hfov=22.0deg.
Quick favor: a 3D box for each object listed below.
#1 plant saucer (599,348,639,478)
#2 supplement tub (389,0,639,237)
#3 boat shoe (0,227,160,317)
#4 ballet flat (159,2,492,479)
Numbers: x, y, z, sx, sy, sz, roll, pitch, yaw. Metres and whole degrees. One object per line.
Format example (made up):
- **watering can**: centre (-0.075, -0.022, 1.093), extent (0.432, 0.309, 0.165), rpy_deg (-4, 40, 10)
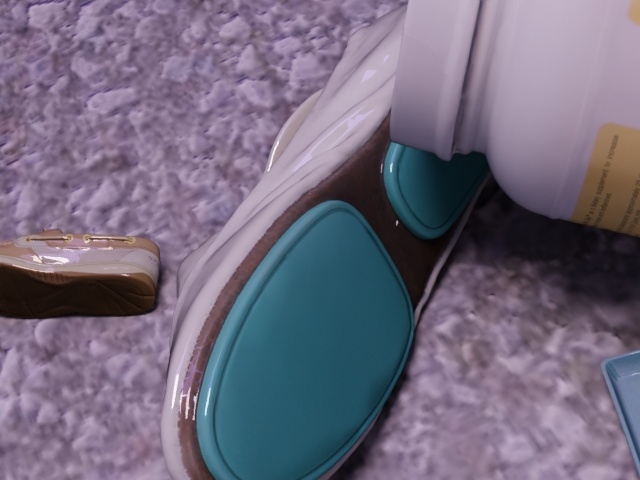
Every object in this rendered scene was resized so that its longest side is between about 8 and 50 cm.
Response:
- **plant saucer**: centre (0.194, 0.126, 0.806), extent (0.067, 0.018, 0.192), rpy_deg (-15, 46, 4)
- **supplement tub**: centre (0.217, -0.109, 0.810), extent (0.331, 0.241, 0.241), rpy_deg (14, 51, 6)
- **boat shoe**: centre (-0.162, 0.017, 1.007), extent (0.135, 0.050, 0.045), rpy_deg (5, 46, 9)
- **ballet flat**: centre (0.000, 0.000, 0.929), extent (0.139, 0.139, 0.400), rpy_deg (11, 48, 27)
